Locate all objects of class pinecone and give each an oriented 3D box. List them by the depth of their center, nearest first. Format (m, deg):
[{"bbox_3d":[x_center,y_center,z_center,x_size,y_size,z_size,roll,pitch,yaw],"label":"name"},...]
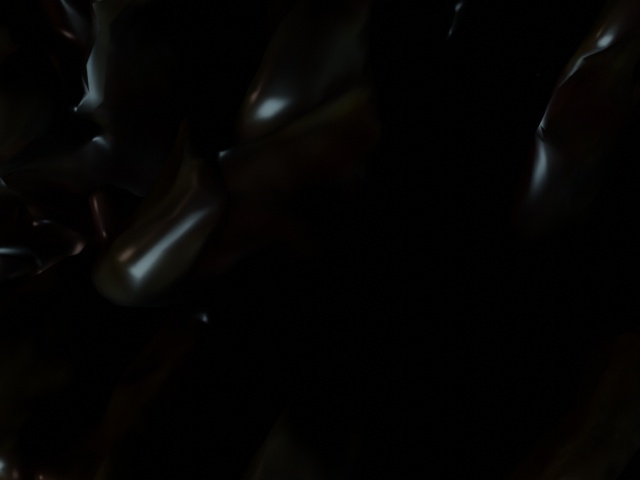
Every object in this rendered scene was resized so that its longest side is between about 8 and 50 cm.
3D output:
[{"bbox_3d":[0.000,0.000,0.604,0.397,0.398,0.398,6,154,3],"label":"pinecone"}]
